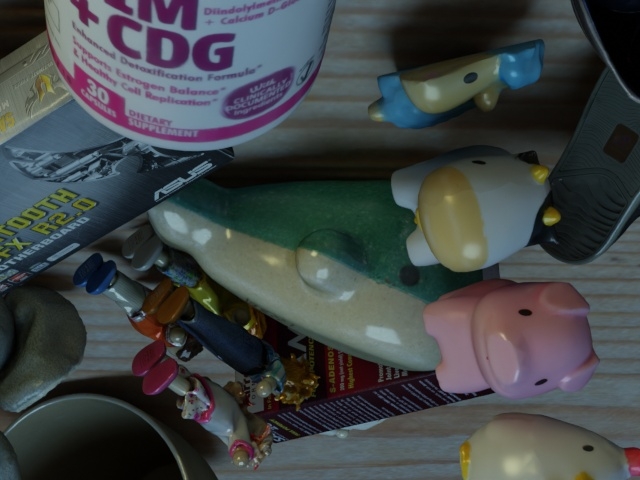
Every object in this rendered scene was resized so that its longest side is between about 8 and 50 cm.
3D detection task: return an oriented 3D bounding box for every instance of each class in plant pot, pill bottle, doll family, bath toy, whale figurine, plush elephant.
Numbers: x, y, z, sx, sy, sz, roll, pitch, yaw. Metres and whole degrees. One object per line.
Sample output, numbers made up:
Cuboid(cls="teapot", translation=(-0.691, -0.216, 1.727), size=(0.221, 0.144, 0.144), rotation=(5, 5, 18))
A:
Cuboid(cls="plant pot", translation=(-0.209, 0.308, 1.552), size=(0.256, 0.257, 0.274), rotation=(-10, 168, 15))
Cuboid(cls="pill bottle", translation=(-0.059, -0.181, 0.682), size=(0.160, 0.160, 0.283), rotation=(2, 152, -7))
Cuboid(cls="doll family", translation=(-0.083, 0.076, 1.151), size=(0.118, 0.263, 0.163), rotation=(-47, 126, 3))
Cuboid(cls="bath toy", translation=(0.132, 0.046, 0.939), size=(0.129, 0.348, 0.151), rotation=(-11, -169, 19))
Cuboid(cls="whale figurine", translation=(0.000, 0.000, 1.086), size=(0.272, 0.141, 0.216), rotation=(24, 173, -1))
Cuboid(cls="plush elephant", translation=(-0.358, 0.137, 1.206), size=(0.272, 0.255, 0.330), rotation=(27, 150, -27))

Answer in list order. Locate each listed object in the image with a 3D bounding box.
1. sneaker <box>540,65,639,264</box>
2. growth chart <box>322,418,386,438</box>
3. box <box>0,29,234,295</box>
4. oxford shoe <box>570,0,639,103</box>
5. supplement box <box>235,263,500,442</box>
Cuboid(cls="sneaker", translation=(0.235, -0.089, 0.978), size=(0.222, 0.083, 0.118), rotation=(-55, 168, 32))
Cuboid(cls="growth chart", translation=(0.026, 0.168, 1.494), size=(0.172, 0.021, 0.237), rotation=(19, 146, -33))
Cuboid(cls="box", translation=(-0.200, -0.046, 0.942), size=(0.231, 0.056, 0.183), rotation=(-29, 159, 15))
Cuboid(cls="oxford shoe", translation=(0.169, -0.203, 0.680), size=(0.130, 0.133, 0.364), rotation=(-8, 151, 12))
Cuboid(cls="supplement box", translation=(0.041, 0.088, 1.228), size=(0.239, 0.130, 0.073), rotation=(-18, 148, 26))
